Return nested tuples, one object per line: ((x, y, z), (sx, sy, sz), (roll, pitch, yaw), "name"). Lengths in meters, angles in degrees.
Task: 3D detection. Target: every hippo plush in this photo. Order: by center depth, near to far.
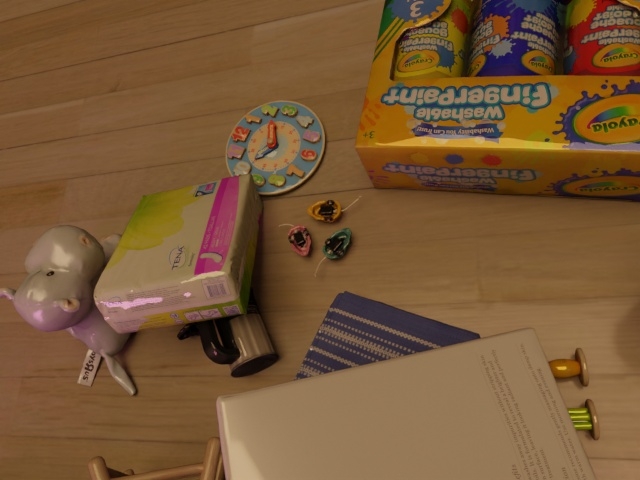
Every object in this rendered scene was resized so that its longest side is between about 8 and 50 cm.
((-0.450, 0.097, 0.927), (0.234, 0.236, 0.295), (4, 71, 20), "hippo plush")

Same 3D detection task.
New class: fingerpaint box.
((0.312, -0.270, 0.848), (0.444, 0.163, 0.372), (6, 72, 21), "fingerpaint box")

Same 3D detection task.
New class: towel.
((0.067, 0.243, 0.754), (0.243, 0.040, 0.336), (15, 61, 27), "towel")

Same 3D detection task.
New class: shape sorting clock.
((-0.091, -0.185, 1.023), (0.206, 0.040, 0.207), (-7, 68, 17), "shape sorting clock")

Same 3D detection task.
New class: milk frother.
((-0.163, 0.170, 0.891), (0.143, 0.129, 0.135), (-54, 52, 43), "milk frother")

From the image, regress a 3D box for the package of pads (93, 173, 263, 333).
((-0.228, 0.012, 0.887), (0.228, 0.101, 0.297), (-11, 36, 8), "package of pads")

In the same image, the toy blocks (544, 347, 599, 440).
((0.294, 0.216, 0.728), (0.148, 0.054, 0.123), (-7, 67, 16), "toy blocks")

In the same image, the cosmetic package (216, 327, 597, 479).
((0.086, 0.252, 0.597), (0.384, 0.156, 0.218), (-8, 66, -12), "cosmetic package")

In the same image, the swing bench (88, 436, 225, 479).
((-0.192, 0.414, 0.683), (0.165, 0.253, 0.255), (-6, 64, -12), "swing bench")

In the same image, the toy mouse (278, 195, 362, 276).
((0.000, 0.000, 0.925), (0.160, 0.031, 0.143), (-6, 68, 17), "toy mouse")
